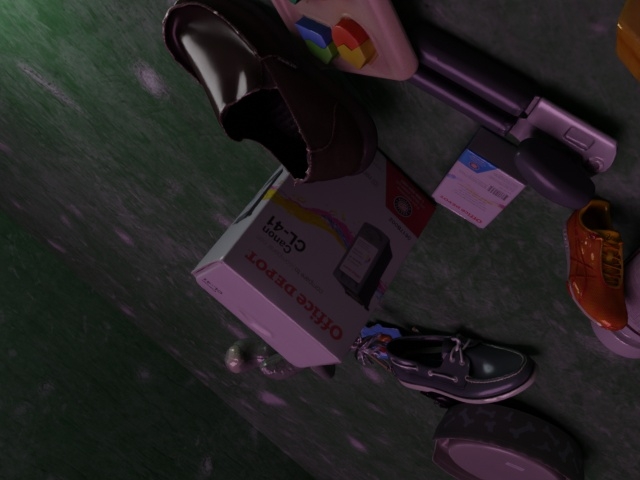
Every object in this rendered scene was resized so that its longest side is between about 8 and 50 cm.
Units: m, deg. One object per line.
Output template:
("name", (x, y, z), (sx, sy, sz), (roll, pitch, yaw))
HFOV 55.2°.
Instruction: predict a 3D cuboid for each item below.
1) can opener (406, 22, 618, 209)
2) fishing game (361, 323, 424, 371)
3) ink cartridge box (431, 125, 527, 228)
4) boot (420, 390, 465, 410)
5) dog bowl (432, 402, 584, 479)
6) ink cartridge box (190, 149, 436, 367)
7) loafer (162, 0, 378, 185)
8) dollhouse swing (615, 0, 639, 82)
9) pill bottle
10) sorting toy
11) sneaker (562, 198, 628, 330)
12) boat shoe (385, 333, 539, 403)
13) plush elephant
("can opener", (0.207, -0.148, 0.700), (0.280, 0.093, 0.074), (36, 151, 8))
("fishing game", (0.172, 0.253, 1.394), (0.189, 0.041, 0.264), (41, 151, -18))
("ink cartridge box", (0.217, -0.081, 0.821), (0.088, 0.052, 0.122), (33, 150, 4))
("boot", (0.291, 0.360, 1.426), (0.099, 0.045, 0.121), (30, 155, 9))
("dog bowl", (0.419, 0.482, 1.377), (0.348, 0.102, 0.349), (18, 148, 12))
("ink cartridge box", (0.000, 0.000, 0.905), (0.226, 0.306, 0.131), (42, 150, -13))
("loafer", (-0.091, -0.207, 0.806), (0.366, 0.130, 0.134), (39, 137, 17))
("dollhouse swing", (0.308, -0.241, 0.220), (0.347, 0.305, 0.315), (18, 148, 29))
("pill bottle", (0.424, 0.058, 0.741), (0.121, 0.121, 0.221), (28, 151, 12))
("sorting toy", (0.004, -0.272, 0.718), (0.208, 0.038, 0.193), (25, 155, 53))
("sneaker", (0.334, 0.025, 0.739), (0.064, 0.175, 0.067), (6, 146, -10))
("boat shoe", (0.260, 0.237, 1.192), (0.319, 0.116, 0.099), (-8, 125, 47))
("plush elephant", (-0.024, 0.129, 1.182), (0.330, 0.272, 0.255), (15, 150, 8))
